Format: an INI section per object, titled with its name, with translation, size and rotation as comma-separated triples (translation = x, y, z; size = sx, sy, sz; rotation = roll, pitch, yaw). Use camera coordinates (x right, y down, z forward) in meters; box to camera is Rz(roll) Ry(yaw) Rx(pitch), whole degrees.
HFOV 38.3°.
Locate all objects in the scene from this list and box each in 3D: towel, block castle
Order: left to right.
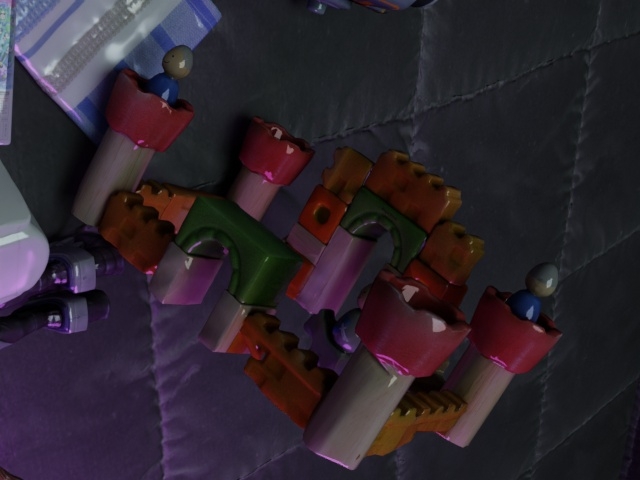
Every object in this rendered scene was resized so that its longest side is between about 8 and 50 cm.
[towel]
translation = -0.223, -0.250, 0.887
size = 0.209, 0.034, 0.285
rotation = -51, 139, -16
[block castle]
translation = 0.000, 0.000, 0.920
size = 0.303, 0.453, 0.213
rotation = 12, 113, -55

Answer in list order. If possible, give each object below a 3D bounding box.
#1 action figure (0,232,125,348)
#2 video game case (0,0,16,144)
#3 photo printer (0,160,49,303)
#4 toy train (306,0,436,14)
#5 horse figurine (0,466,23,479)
[action figure]
translation = -0.315, 0.073, 0.856
size = 0.285, 0.099, 0.185
rotation = -21, 126, -55
[video game case]
translation = -0.343, -0.152, 0.790
size = 0.157, 0.019, 0.143
rotation = -4, 112, -33
[photo printer]
translation = -0.366, -0.061, 0.621
size = 0.256, 0.308, 0.107
rotation = -21, 152, -33
[toy train]
translation = -0.003, -0.321, 0.971
size = 0.333, 0.190, 0.142
rotation = 8, 104, -50
[horse figurine]
translation = -0.431, 0.274, 0.905
size = 0.263, 0.066, 0.175
rotation = -32, 137, -31
